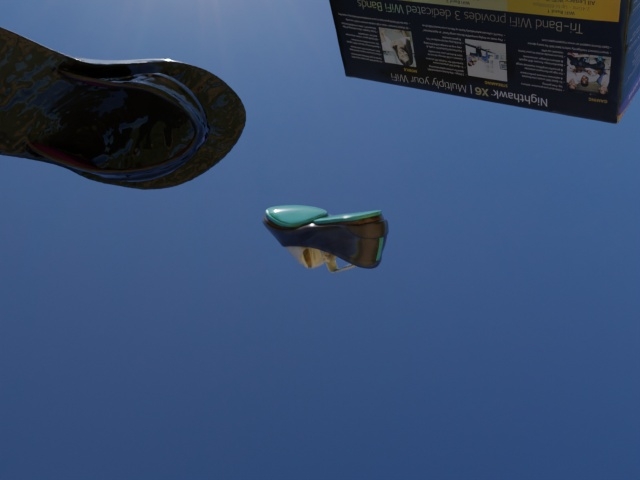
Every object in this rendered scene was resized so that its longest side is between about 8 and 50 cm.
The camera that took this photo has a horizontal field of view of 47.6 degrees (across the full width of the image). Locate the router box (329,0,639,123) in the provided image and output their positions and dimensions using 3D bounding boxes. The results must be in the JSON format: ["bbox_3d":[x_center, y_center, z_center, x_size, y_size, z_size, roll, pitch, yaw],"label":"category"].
[{"bbox_3d":[0.146,-0.254,0.679,0.308,0.243,0.081,18,-127,30],"label":"router box"}]

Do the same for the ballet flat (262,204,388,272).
[{"bbox_3d":[0.000,0.000,0.791,0.074,0.203,0.074,-4,-84,-35],"label":"ballet flat"}]

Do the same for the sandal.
[{"bbox_3d":[-0.245,-0.131,0.820,0.107,0.168,0.445,33,-160,36],"label":"sandal"}]
